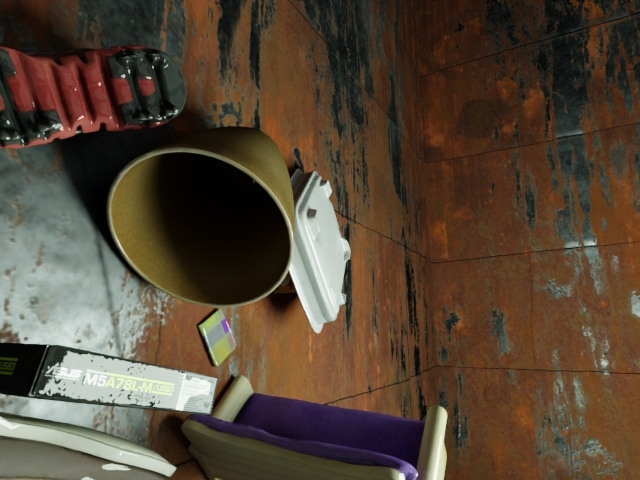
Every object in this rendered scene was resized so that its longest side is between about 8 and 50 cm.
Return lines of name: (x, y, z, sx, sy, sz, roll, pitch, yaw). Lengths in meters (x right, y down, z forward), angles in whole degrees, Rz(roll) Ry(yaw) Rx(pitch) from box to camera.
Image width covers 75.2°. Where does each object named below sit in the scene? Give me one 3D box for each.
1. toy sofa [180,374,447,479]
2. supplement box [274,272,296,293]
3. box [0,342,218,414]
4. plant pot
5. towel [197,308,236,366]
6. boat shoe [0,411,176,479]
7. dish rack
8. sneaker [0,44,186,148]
toy sofa: (-0.008, 0.293, 0.608, 0.150, 0.363, 0.177, -55, 136, -50)
supplement box: (-0.066, 0.068, 0.867, 0.043, 0.055, 0.083, 5, 79, -62)
box: (-0.234, 0.138, 0.411, 0.191, 0.184, 0.045, 39, 53, -51)
plant pot: (-0.136, -0.071, 0.624, 0.254, 0.237, 0.237, -78, 149, -56)
towel: (-0.173, 0.164, 0.699, 0.060, 0.009, 0.083, -43, 121, -55)
boat shoe: (-0.282, 0.215, 0.386, 0.324, 0.117, 0.096, 46, 50, -43)
dish rack: (0.000, 0.000, 0.899, 0.333, 0.072, 0.285, -75, 148, -65)
sneaker: (-0.298, -0.159, 0.453, 0.276, 0.135, 0.097, -20, 116, -37)
